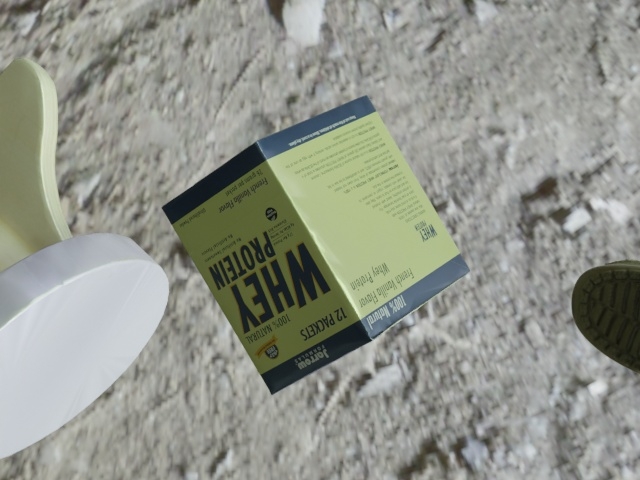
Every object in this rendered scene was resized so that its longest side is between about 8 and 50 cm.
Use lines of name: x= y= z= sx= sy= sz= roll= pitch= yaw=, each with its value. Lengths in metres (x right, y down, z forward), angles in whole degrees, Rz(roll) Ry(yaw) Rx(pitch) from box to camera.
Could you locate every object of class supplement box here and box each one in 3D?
supplement box: x=0.000 y=0.000 z=0.563 sx=0.056 sy=0.083 sz=0.083 roll=-31 pitch=89 yaw=37

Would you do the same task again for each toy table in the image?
toy table: x=-0.217 y=0.025 z=0.923 sx=0.161 sy=0.274 sz=0.252 roll=42 pitch=81 yaw=12

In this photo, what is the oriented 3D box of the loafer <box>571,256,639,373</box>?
loafer: x=0.198 y=0.045 z=0.730 sx=0.148 sy=0.050 sz=0.056 roll=16 pitch=101 yaw=5
